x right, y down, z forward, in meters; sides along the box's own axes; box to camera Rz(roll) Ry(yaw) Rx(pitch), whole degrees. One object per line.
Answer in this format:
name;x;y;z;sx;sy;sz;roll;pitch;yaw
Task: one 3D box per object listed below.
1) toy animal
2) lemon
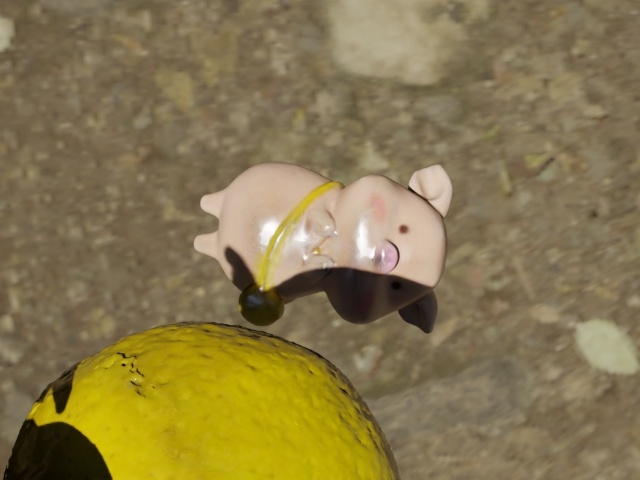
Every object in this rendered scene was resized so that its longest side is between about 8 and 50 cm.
toy animal;0.000;0.003;1.768;0.248;0.149;0.165;10;108;4
lemon;-0.077;0.188;1.226;0.293;0.293;0.293;5;101;28
